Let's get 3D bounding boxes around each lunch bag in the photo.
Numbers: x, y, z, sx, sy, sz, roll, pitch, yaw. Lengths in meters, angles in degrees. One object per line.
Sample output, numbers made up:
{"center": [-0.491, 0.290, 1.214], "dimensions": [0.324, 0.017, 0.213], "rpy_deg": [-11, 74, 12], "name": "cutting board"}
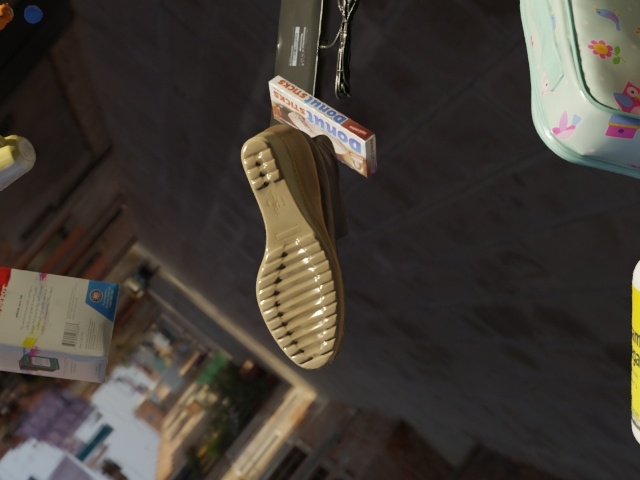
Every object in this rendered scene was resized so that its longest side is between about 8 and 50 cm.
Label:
{"center": [0.324, -0.197, 1.175], "dimensions": [0.224, 0.279, 0.108], "rpy_deg": [9, 144, -12], "name": "lunch bag"}

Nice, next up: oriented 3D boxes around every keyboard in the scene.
{"center": [-0.003, -0.275, 1.579], "dimensions": [0.033, 0.317, 0.201], "rpy_deg": [0, -171, -33], "name": "keyboard"}

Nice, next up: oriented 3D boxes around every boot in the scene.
{"center": [0.000, 0.000, 1.155], "dimensions": [0.207, 0.090, 0.248], "rpy_deg": [-9, -95, -70], "name": "boot"}

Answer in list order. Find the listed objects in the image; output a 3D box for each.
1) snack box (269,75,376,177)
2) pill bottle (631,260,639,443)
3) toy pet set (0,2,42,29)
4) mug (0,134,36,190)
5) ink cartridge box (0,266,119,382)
{"center": [0.003, -0.149, 1.436], "dimensions": [0.178, 0.022, 0.064], "rpy_deg": [35, 149, 31], "name": "snack box"}
{"center": [0.520, 0.119, 1.503], "dimensions": [0.188, 0.188, 0.334], "rpy_deg": [23, 121, 60], "name": "pill bottle"}
{"center": [-0.300, -0.233, 0.898], "dimensions": [0.065, 0.114, 0.122], "rpy_deg": [-122, 21, -43], "name": "toy pet set"}
{"center": [-0.395, -0.102, 1.376], "dimensions": [0.078, 0.064, 0.062], "rpy_deg": [12, -122, -67], "name": "mug"}
{"center": [-0.420, 0.121, 1.619], "dimensions": [0.231, 0.134, 0.078], "rpy_deg": [9, 141, -9], "name": "ink cartridge box"}
